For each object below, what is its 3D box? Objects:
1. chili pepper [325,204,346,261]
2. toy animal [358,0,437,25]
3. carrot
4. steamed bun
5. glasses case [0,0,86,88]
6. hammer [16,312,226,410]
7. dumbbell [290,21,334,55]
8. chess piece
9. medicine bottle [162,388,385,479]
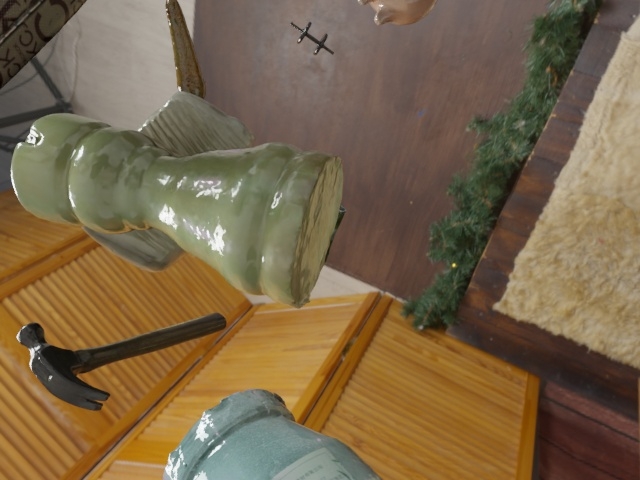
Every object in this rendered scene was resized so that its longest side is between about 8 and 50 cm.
[{"bbox_3d":[0.000,0.000,1.404,0.088,0.059,0.226,13,115,-8],"label":"chili pepper"},{"bbox_3d":[0.153,-0.455,0.808,0.165,0.248,0.149,44,174,-33],"label":"toy animal"},{"bbox_3d":[-0.363,-0.516,1.307,0.078,0.078,0.298,-4,104,28],"label":"carrot"},{"bbox_3d":[-0.321,-0.114,1.085,0.247,0.383,0.236,32,161,-9],"label":"steamed bun"},{"bbox_3d":[-0.273,-0.219,0.409,0.137,0.354,0.085,20,157,15],"label":"glasses case"},{"bbox_3d":[-0.325,0.189,0.940,0.168,0.440,0.044,46,109,16],"label":"hammer"},{"bbox_3d":[-0.023,-0.577,1.419,0.147,0.069,0.069,31,128,-16],"label":"dumbbell"},{"bbox_3d":[-0.205,-0.065,0.727,0.442,0.234,0.234,14,122,10],"label":"chess piece"},{"bbox_3d":[-0.039,0.348,0.611,0.290,0.245,0.244,32,131,43],"label":"medicine bottle"}]
